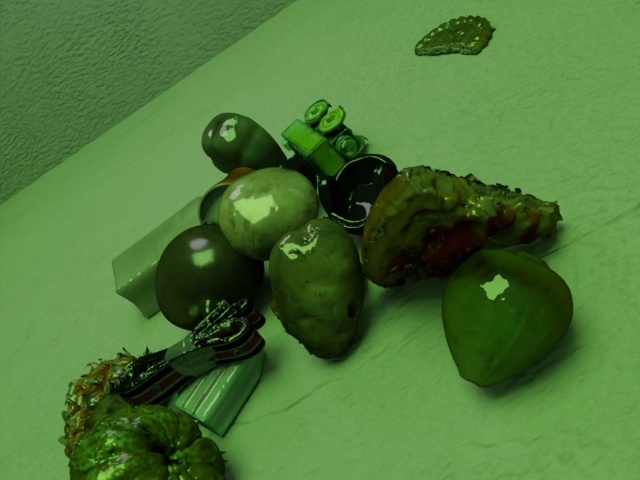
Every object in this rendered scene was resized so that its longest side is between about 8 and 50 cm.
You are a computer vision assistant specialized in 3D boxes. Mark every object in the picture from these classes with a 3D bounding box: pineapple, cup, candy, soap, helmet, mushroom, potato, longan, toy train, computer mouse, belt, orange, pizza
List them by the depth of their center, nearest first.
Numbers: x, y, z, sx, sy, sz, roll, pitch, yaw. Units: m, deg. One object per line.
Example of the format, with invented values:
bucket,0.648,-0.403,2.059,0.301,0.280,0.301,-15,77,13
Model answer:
orange,-0.320,0.447,1.043,0.301,0.300,0.223,47,108,12
pizza,0.277,-0.011,1.072,0.405,0.440,0.130,-8,67,-3
potato,-0.004,0.102,1.182,0.191,0.296,0.141,-11,10,-7
belt,-0.283,0.253,1.243,0.359,0.094,0.126,-32,40,6
soap,-0.217,0.301,1.292,0.145,0.091,0.231,11,57,42
mushroom,-0.118,-0.068,1.344,0.254,0.184,0.255,-16,41,14
pineapple,-0.552,0.383,1.378,0.286,0.209,0.344,6,56,43
helmet,0.105,-0.111,1.383,0.189,0.193,0.216,-9,52,26
longan,-0.279,0.094,1.442,0.300,0.243,0.300,-29,48,37
computer mouse,-0.099,-0.100,1.551,0.087,0.168,0.295,14,61,23
cup,-0.234,-0.089,1.636,0.182,0.226,0.264,5,24,1
toy train,0.008,-0.298,1.706,0.188,0.159,0.272,-44,37,1
candy,-0.440,0.043,1.710,0.358,0.145,0.208,-36,36,3

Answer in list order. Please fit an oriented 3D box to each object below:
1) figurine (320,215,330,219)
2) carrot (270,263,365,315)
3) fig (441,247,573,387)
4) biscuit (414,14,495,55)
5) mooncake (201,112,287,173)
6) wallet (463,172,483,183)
figurine,0.001,0.003,1.462,0.101,0.068,0.143,7,67,49
carrot,-0.019,0.099,1.325,0.225,0.159,0.159,-48,35,8
fig,0.297,0.121,0.967,0.230,0.207,0.207,-39,36,6
biscuit,0.440,-0.665,1.845,0.273,0.036,0.187,17,62,48
mooncake,-0.245,-0.276,1.806,0.275,0.275,0.135,10,64,45
wallet,0.281,-0.061,1.327,0.232,0.025,0.119,-34,37,5
